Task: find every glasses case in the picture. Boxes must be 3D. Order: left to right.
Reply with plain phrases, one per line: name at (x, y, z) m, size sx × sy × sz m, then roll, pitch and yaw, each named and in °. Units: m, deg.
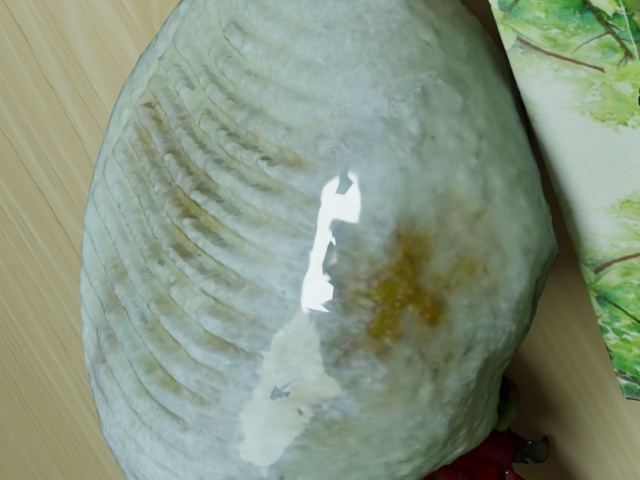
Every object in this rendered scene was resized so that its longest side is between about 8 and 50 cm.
glasses case at (0.173, -0.037, 0.891) m, size 0.095 × 0.062 × 0.272 m, roll 6°, pitch 125°, yaw 48°

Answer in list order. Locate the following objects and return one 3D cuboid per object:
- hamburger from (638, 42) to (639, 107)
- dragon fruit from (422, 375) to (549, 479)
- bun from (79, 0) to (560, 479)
hamburger at (0.258, -0.073, 0.567) m, size 0.261 × 0.186 × 0.303 m, roll 32°, pitch 167°, yaw -1°
dragon fruit at (0.035, 0.156, 1.158) m, size 0.273 × 0.218 × 0.198 m, roll 48°, pitch -167°, yaw 23°
bun at (0.000, 0.000, 0.996) m, size 0.362 × 0.211 × 0.362 m, roll -25°, pitch 61°, yaw 57°
